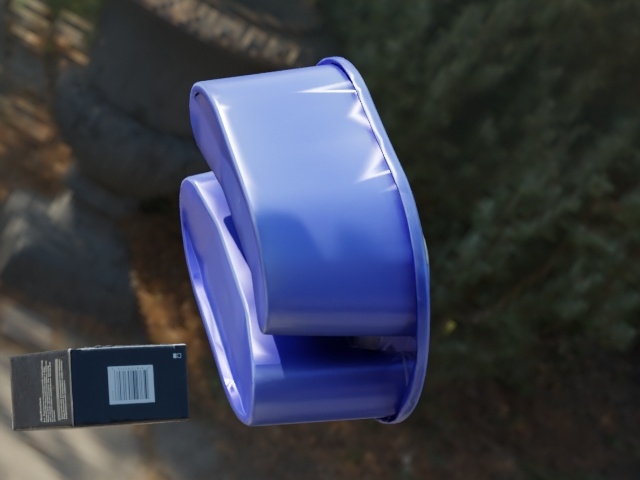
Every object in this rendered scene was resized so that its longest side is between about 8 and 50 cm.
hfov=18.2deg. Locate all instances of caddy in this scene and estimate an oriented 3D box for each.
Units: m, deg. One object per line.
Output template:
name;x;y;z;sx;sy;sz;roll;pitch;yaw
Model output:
caddy;0.000;0.000;1.676;0.179;0.241;0.341;-5;46;-17

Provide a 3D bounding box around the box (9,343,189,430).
box;-0.258;0.172;2.323;0.156;0.093;0.158;0;-6;-34
